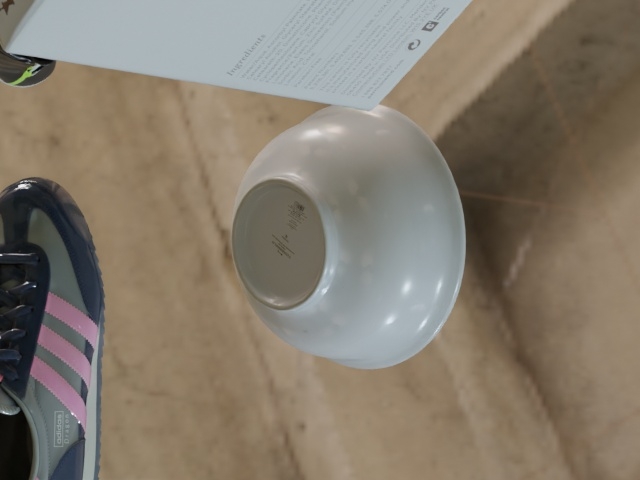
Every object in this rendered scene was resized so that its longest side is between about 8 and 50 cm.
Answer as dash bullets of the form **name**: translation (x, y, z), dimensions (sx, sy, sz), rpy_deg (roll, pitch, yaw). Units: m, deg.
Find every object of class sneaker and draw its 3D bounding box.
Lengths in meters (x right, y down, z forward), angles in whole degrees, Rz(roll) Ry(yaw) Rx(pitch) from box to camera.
- **sneaker**: translation (-0.357, -0.227, 2.115), dimensions (0.097, 0.235, 0.084), rpy_deg (37, -97, 18)
- **sneaker**: translation (-0.260, 0.099, 1.523), dimensions (0.112, 0.131, 0.319), rpy_deg (-8, -96, 26)

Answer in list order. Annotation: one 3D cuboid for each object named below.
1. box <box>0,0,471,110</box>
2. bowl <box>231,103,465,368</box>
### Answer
- **box**: translation (-0.076, -0.239, 1.229), dimensions (0.168, 0.345, 0.215), rpy_deg (-47, -123, 32)
- **bowl**: translation (0.000, 0.000, 1.883), dimensions (0.298, 0.134, 0.298), rpy_deg (6, -81, 42)
